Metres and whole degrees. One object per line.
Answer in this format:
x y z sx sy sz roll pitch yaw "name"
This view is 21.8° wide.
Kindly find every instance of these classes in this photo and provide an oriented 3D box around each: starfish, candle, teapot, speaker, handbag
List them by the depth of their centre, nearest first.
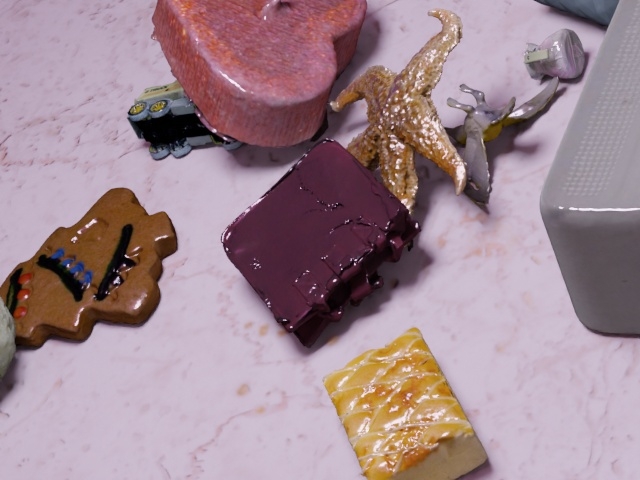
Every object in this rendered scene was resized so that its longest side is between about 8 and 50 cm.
0.381 -0.108 1.817 0.183 0.184 0.406 0 48 34 "speaker"
0.001 0.001 2.004 0.203 0.074 0.216 -47 44 2 "handbag"
0.091 -0.130 2.051 0.299 0.060 0.302 -49 40 30 "starfish"
0.290 -0.232 2.100 0.064 0.064 0.083 -10 -2 37 "teapot"
-0.088 -0.289 2.259 0.287 0.131 0.317 23 48 6 "candle"

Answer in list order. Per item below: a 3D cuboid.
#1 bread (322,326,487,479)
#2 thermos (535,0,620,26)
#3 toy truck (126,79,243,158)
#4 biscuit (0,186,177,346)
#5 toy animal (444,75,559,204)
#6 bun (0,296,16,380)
0.086 0.189 1.781 0.125 0.068 0.188 -29 39 3 "bread"
0.397 -0.338 2.104 0.182 0.145 0.286 -13 29 -35 "thermos"
-0.175 -0.188 2.346 0.191 0.085 0.116 -6 41 31 "toy truck"
-0.329 0.051 2.219 0.301 0.043 0.278 -30 38 2 "biscuit"
0.194 -0.153 2.060 0.155 0.095 0.219 21 60 40 "toy animal"
-0.470 0.137 2.152 0.195 0.118 0.195 -23 56 40 "bun"
